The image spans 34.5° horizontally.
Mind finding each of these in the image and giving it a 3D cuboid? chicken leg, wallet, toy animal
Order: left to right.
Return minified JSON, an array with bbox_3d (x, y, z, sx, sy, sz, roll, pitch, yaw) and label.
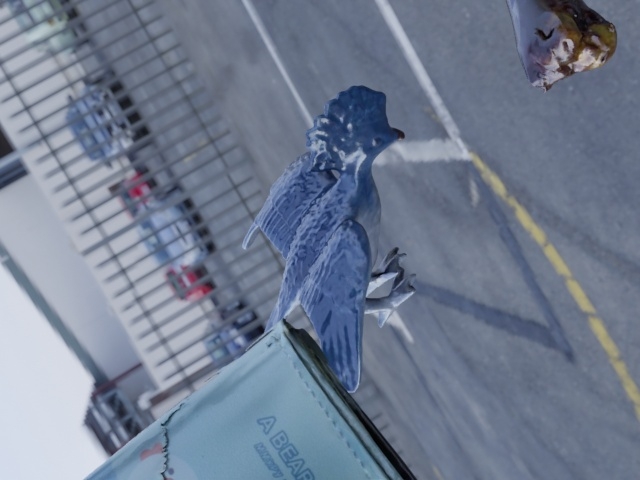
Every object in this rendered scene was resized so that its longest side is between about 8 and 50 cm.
[{"bbox_3d":[-0.066,0.192,0.656,0.176,0.250,0.075,53,-176,9],"label":"wallet"},{"bbox_3d":[0.000,0.000,0.865,0.176,0.255,0.239,35,-169,-30],"label":"toy animal"},{"bbox_3d":[0.096,-0.265,0.712,0.407,0.096,0.158,-114,29,-41],"label":"chicken leg"}]
